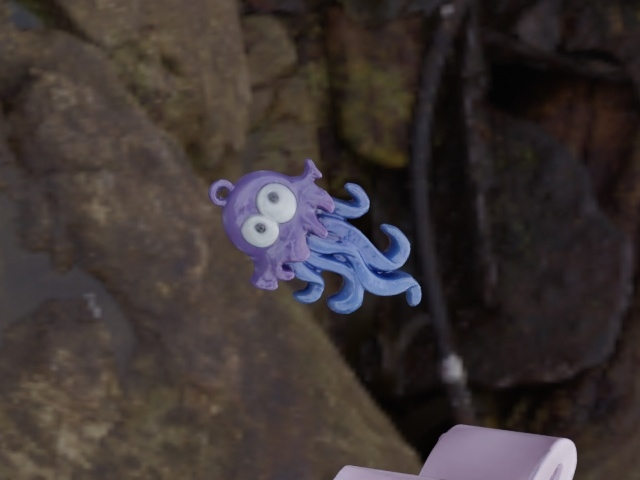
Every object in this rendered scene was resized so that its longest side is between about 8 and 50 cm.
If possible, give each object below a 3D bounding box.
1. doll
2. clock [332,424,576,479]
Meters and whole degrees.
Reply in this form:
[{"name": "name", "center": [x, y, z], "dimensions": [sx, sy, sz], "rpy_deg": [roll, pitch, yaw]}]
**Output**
[{"name": "doll", "center": [0.000, 0.000, 1.443], "dimensions": [0.206, 0.067, 0.110], "rpy_deg": [25, 91, -23]}, {"name": "clock", "center": [0.069, 0.243, 1.009], "dimensions": [0.275, 0.080, 0.290], "rpy_deg": [43, 62, -45]}]
